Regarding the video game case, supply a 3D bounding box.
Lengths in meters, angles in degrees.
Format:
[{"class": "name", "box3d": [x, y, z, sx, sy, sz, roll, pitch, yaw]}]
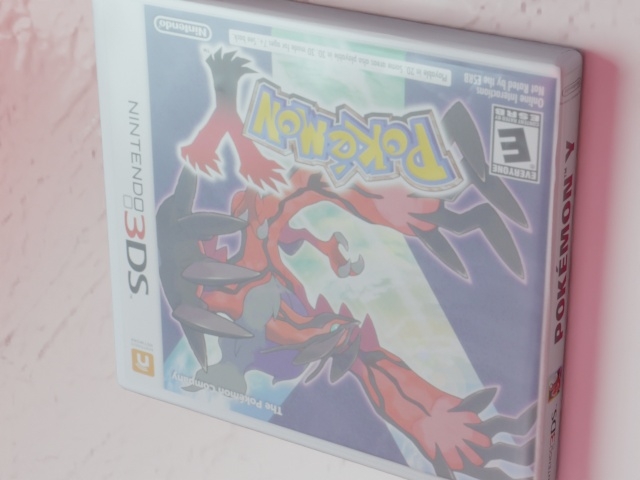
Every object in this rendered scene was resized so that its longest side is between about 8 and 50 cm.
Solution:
[{"class": "video game case", "box3d": [0.000, 0.000, 0.630, 0.201, 0.023, 0.183, 14, 118, 28]}]
